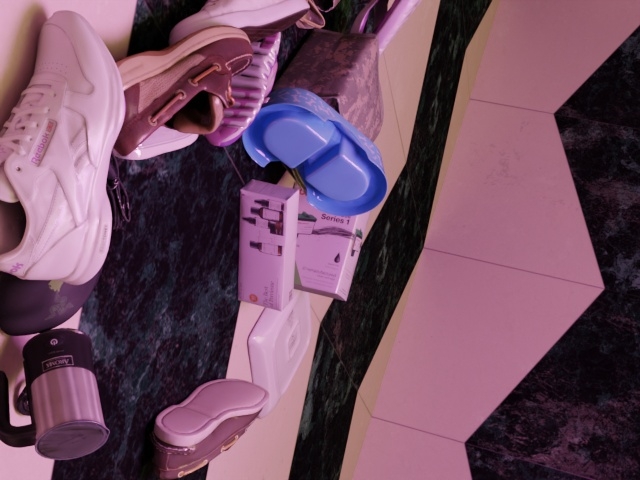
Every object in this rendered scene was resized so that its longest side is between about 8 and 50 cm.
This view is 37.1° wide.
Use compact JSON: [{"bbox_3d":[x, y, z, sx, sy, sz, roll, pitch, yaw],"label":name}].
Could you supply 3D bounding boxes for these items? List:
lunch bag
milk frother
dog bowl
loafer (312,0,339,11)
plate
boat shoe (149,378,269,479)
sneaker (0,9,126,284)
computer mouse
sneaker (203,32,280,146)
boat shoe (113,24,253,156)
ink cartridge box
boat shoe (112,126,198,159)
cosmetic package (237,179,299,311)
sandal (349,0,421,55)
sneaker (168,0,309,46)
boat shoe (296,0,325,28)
[{"bbox_3d":[0.022,-0.238,1.890,0.287,0.169,0.235,81,27,-42],"label":"lunch bag"},{"bbox_3d":[-0.317,0.205,1.154,0.143,0.129,0.134,67,2,-53],"label":"milk frother"},{"bbox_3d":[-0.004,-0.163,1.737,0.297,0.166,0.074,37,40,-25],"label":"dog bowl"},{"bbox_3d":[0.003,-0.499,1.752,0.251,0.094,0.087,45,55,-71],"label":"loafer"},{"bbox_3d":[-0.077,0.218,2.126,0.277,0.045,0.278,-60,156,-43],"label":"plate"},{"bbox_3d":[-0.196,0.332,1.712,0.324,0.117,0.096,-19,125,-66],"label":"boat shoe"},{"bbox_3d":[-0.297,-0.104,1.035,0.152,0.114,0.305,4,87,-48],"label":"sneaker"},{"bbox_3d":[-0.302,0.004,1.178,0.188,0.072,0.272,83,26,-52],"label":"computer mouse"},{"bbox_3d":[-0.123,-0.244,1.553,0.104,0.095,0.236,86,21,-64],"label":"sneaker"},{"bbox_3d":[-0.179,-0.192,1.262,0.123,0.123,0.342,55,31,-2],"label":"boat shoe"},{"bbox_3d":[0.000,0.000,2.010,0.092,0.160,0.219,44,59,-69],"label":"ink cartridge box"},{"bbox_3d":[-0.227,-0.162,1.327,0.184,0.066,0.063,-29,131,-56],"label":"boat shoe"},{"bbox_3d":[-0.101,0.012,1.799,0.060,0.099,0.239,-46,145,-55],"label":"cosmetic package"},{"bbox_3d":[0.105,-0.437,1.937,0.416,0.102,0.169,-50,-174,37],"label":"sandal"},{"bbox_3d":[-0.143,-0.354,1.437,0.290,0.106,0.123,-35,93,-49],"label":"sneaker"},{"bbox_3d":[-0.032,-0.432,1.766,0.153,0.048,0.056,42,63,-71],"label":"boat shoe"}]
